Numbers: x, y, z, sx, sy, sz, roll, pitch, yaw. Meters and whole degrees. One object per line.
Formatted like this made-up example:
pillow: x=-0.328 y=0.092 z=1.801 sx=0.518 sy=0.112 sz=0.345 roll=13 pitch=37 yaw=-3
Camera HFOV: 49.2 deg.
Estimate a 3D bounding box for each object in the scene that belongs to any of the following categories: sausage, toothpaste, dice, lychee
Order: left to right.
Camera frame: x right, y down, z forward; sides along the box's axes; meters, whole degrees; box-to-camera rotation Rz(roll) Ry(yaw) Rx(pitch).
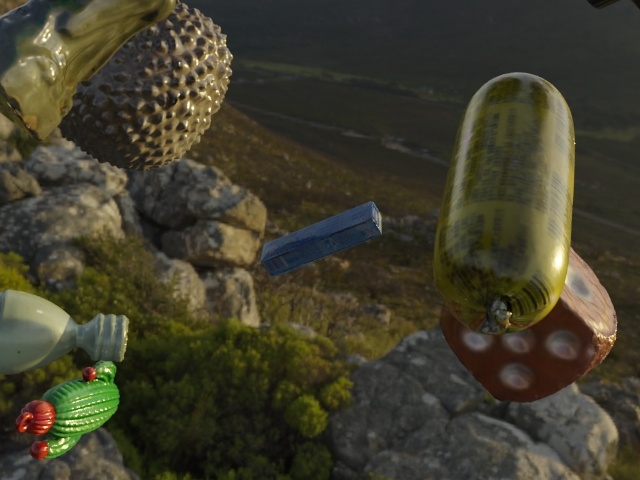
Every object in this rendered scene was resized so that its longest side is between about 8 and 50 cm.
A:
lychee: x=-0.397 y=-0.344 z=1.517 sx=0.432 sy=0.380 sz=0.380 roll=-33 pitch=15 yaw=14
toothpaste: x=0.000 y=0.000 z=1.496 sx=0.272 sy=0.053 sz=0.066 roll=-22 pitch=34 yaw=21
sausage: x=0.185 y=-0.049 z=0.690 sx=0.123 sy=0.123 sz=0.347 roll=12 pitch=49 yaw=10
dice: x=0.281 y=0.101 z=0.960 sx=0.175 sy=0.179 sz=0.174 roll=43 pitch=31 yaw=0

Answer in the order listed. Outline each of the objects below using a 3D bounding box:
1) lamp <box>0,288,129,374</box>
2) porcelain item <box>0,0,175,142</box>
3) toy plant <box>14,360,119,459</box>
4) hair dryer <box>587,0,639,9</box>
lamp: x=-0.345 y=0.119 z=0.893 sx=0.193 sy=0.106 sz=0.106 roll=5 pitch=20 yaw=-18
porcelain item: x=-0.136 y=-0.163 z=0.462 sx=0.069 sy=0.216 sz=0.081 roll=37 pitch=-16 yaw=13
toy plant: x=-0.434 y=0.300 z=1.201 sx=0.088 sy=0.155 sz=0.240 roll=25 pitch=28 yaw=14
hair dryer: x=0.478 y=-0.338 z=0.990 sx=0.219 sy=0.072 sz=0.124 roll=35 pitch=-26 yaw=-28
